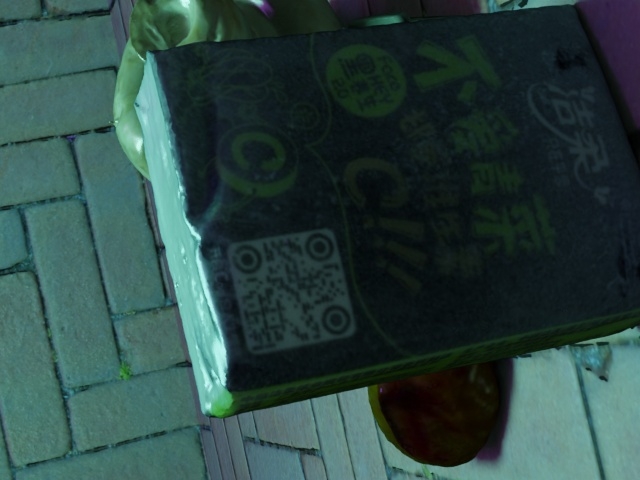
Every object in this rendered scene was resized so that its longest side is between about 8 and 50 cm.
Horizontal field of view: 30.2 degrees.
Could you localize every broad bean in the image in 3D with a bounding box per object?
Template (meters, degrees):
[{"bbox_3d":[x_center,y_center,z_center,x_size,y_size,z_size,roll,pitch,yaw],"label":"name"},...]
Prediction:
[{"bbox_3d":[0.133,0.172,1.374,0.228,0.156,0.122,85,-156,-43],"label":"broad bean"}]

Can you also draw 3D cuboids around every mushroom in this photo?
[{"bbox_3d":[-0.120,-0.184,1.286,0.290,0.292,0.292,26,-137,-64],"label":"mushroom"}]

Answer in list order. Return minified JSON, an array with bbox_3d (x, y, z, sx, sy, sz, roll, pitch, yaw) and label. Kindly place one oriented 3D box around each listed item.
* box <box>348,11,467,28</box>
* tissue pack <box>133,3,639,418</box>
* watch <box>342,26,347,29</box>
[{"bbox_3d":[0.102,-0.187,1.277,0.172,0.093,0.124,-156,56,-70],"label":"box"},{"bbox_3d":[0.069,-0.034,0.977,0.124,0.394,0.288,129,128,-66],"label":"tissue pack"},{"bbox_3d":[-0.034,-0.190,1.542,0.211,0.211,0.193,54,132,53],"label":"watch"}]
